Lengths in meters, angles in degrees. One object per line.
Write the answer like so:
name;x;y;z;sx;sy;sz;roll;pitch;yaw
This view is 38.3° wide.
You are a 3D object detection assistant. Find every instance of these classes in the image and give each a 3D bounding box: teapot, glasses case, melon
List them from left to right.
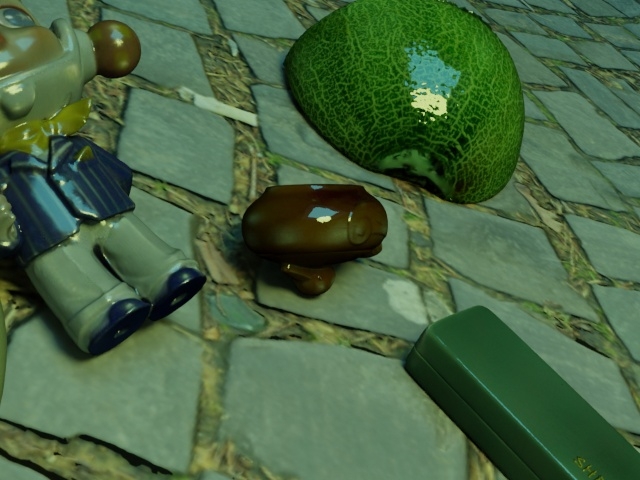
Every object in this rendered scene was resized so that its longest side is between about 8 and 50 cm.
teapot;0.000;0.000;0.664;0.098;0.078;0.129;-1;1;31
melon;0.106;-0.140;0.884;0.265;0.129;0.169;20;36;-14
glasses case;0.145;0.124;0.620;0.078;0.039;0.184;-14;51;-46

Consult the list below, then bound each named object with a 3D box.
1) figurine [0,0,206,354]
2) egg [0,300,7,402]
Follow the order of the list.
figurine;-0.178;-0.060;0.571;0.274;0.133;0.194;33;56;-2
egg;-0.215;0.056;0.314;0.188;0.188;0.253;32;26;7
